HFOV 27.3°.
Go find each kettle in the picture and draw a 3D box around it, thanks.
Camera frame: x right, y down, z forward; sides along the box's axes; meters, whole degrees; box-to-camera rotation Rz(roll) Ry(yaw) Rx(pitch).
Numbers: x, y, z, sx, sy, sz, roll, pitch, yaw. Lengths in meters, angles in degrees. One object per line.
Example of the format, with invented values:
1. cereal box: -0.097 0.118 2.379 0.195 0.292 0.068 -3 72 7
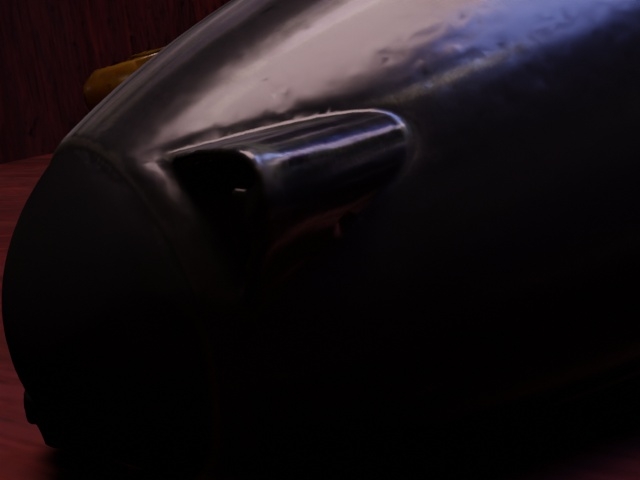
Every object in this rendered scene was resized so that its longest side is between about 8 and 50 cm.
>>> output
1. kettle: 0.001 -0.013 0.498 0.271 0.207 0.250 -23 23 -30

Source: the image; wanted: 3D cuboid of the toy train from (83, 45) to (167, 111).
1. toy train: -0.007 -0.056 0.801 0.231 0.163 0.369 -13 9 2
